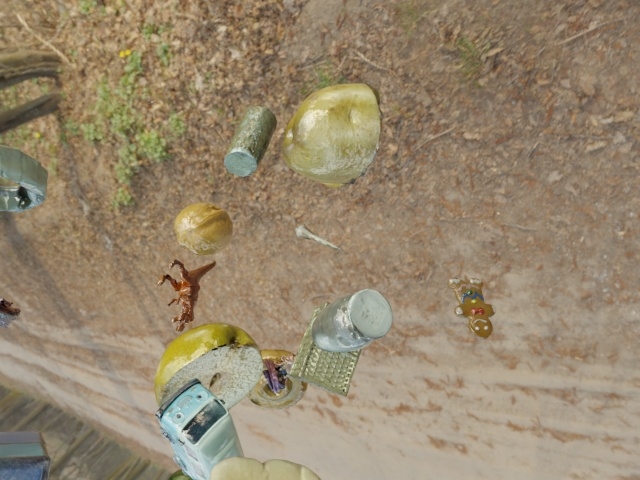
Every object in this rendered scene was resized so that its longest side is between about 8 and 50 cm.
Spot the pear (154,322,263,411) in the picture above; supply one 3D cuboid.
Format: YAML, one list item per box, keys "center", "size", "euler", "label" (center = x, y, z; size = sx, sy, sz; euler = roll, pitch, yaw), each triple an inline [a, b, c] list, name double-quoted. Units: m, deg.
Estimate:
- center: [-0.376, 0.410, 1.523]
  size: [0.387, 0.340, 0.191]
  euler: [-55, 46, 18]
  label: "pear"

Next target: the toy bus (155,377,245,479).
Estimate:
- center: [-0.274, 0.480, 1.124]
  size: [0.164, 0.133, 0.272]
  euler: [23, 136, 31]
  label: "toy bus"

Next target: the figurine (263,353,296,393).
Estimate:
- center: [-0.140, 0.463, 1.682]
  size: [0.114, 0.157, 0.126]
  euler: [-20, 103, 53]
  label: "figurine"

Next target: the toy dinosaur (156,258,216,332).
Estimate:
- center: [-0.541, 0.160, 1.890]
  size: [0.097, 0.432, 0.208]
  euler: [-27, 123, 30]
  label: "toy dinosaur"

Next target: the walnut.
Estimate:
- center: [-0.338, -0.033, 1.360]
  size: [0.159, 0.206, 0.159]
  euler: [1, 95, 10]
  label: "walnut"

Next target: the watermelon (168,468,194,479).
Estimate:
- center: [-0.344, 0.870, 1.465]
  size: [0.331, 0.189, 0.331]
  euler: [157, 90, -90]
  label: "watermelon"

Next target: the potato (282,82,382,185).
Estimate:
- center: [0.015, -0.269, 1.214]
  size: [0.242, 0.242, 0.285]
  euler: [41, 139, 3]
  label: "potato"

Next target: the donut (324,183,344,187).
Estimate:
- center: [0.038, -0.242, 1.484]
  size: [0.151, 0.058, 0.152]
  euler: [2, 94, 29]
  label: "donut"

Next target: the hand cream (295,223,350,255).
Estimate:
- center: [0.000, 0.000, 1.162]
  size: [0.165, 0.037, 0.057]
  euler: [27, 177, 35]
  label: "hand cream"

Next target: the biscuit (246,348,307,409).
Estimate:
- center: [-0.196, 0.596, 1.978]
  size: [0.296, 0.102, 0.297]
  euler: [-1, 113, -2]
  label: "biscuit"

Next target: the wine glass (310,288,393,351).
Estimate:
- center: [0.057, 0.168, 0.947]
  size: [0.111, 0.111, 0.204]
  euler: [44, 149, -1]
  label: "wine glass"

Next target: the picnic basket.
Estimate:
- center: [0.019, 0.276, 1.193]
  size: [0.134, 0.197, 0.154]
  euler: [23, 161, -6]
  label: "picnic basket"

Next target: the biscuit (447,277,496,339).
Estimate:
- center: [0.470, 0.203, 1.426]
  size: [0.138, 0.205, 0.031]
  euler: [3, 145, -13]
  label: "biscuit"

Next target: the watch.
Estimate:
- center: [-0.859, -0.162, 1.239]
  size: [0.253, 0.241, 0.162]
  euler: [-39, 57, 53]
  label: "watch"

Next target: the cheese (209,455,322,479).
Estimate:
- center: [-0.110, 0.549, 0.986]
  size: [0.262, 0.159, 0.093]
  euler: [14, 117, -18]
  label: "cheese"

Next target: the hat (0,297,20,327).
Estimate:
- center: [-0.825, 0.216, 1.096]
  size: [0.140, 0.228, 0.129]
  euler: [22, 161, 13]
  label: "hat"

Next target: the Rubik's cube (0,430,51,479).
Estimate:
- center: [-0.882, 0.673, 1.173]
  size: [0.318, 0.314, 0.316]
  euler: [12, 168, -33]
  label: "Rubik's cube"

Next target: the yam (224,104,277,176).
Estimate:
- center: [-0.203, -0.285, 1.360]
  size: [0.107, 0.194, 0.107]
  euler: [15, 154, 8]
  label: "yam"
